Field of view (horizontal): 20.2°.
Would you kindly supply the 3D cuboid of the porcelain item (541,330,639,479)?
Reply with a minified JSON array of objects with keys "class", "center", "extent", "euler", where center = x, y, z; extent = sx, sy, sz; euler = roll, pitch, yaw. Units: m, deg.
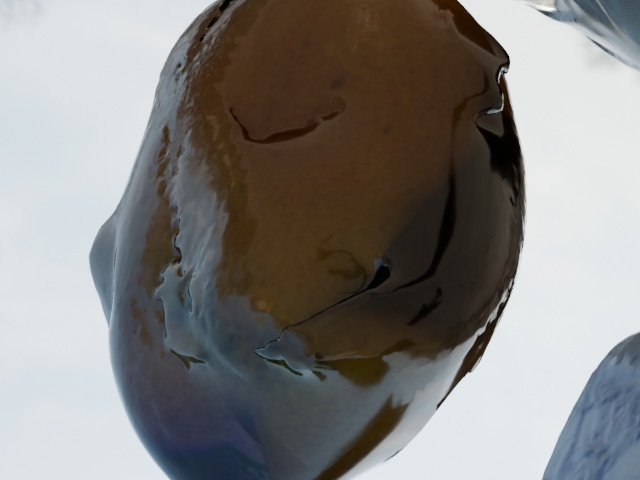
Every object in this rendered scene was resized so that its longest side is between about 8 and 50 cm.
[{"class":"porcelain item","center":[0.286,0.194,1.377],"extent":[0.178,0.405,0.242],"euler":[27,-176,-18]}]

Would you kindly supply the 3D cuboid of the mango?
[{"class":"mango","center":[-0.002,-0.015,0.812],"extent":[0.152,0.201,0.287],"euler":[76,-156,-46]}]

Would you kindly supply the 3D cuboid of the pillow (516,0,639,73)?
[{"class":"pillow","center":[0.143,-0.151,0.960],"extent":[0.255,0.059,0.169],"euler":[36,162,19]}]
